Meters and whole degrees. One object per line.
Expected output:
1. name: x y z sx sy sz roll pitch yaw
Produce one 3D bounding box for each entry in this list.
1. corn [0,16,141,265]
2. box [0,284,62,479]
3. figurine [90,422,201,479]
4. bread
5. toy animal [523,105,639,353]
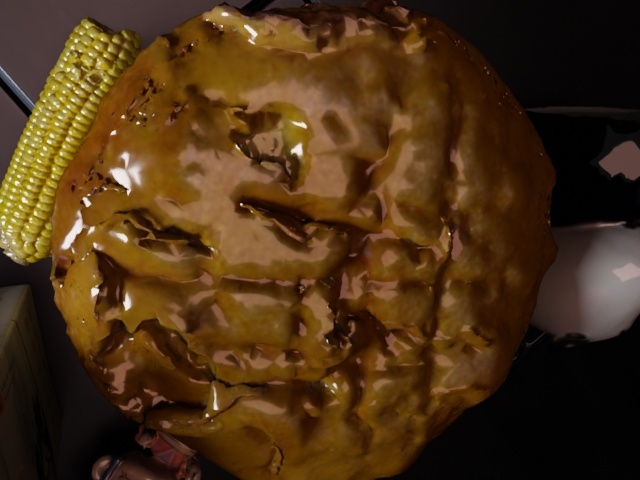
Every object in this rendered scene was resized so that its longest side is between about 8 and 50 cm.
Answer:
1. corn: -0.201 -0.076 0.475 0.067 0.067 0.206 22 97 -23
2. box: -0.238 0.140 0.432 0.067 0.233 0.150 -13 109 -16
3. figurine: -0.152 0.223 0.562 0.111 0.102 0.195 42 86 -12
4. bread: 0.000 0.000 0.489 0.397 0.215 0.398 -5 106 -17
5. toy animal: 0.258 -0.017 0.592 0.165 0.187 0.235 -2 105 16
